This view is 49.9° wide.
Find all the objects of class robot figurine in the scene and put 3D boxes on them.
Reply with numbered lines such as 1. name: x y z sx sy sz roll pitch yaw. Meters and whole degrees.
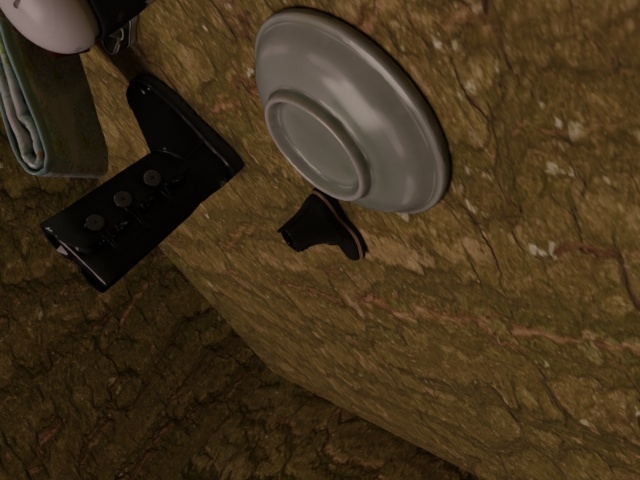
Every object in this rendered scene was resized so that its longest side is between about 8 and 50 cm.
1. robot figurine: -0.315 -0.385 0.952 0.174 0.278 0.209 33 159 32

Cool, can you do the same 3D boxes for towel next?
1. towel: -0.630 -0.330 1.616 0.320 0.090 0.374 -27 -78 -78

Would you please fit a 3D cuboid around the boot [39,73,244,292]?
1. boot: -0.461 -0.146 1.606 0.367 0.445 0.146 41 161 12

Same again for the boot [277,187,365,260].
1. boot: 0.000 0.000 1.442 0.077 0.137 0.197 14 146 56

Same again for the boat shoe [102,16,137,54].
1. boat shoe: -0.440 -0.467 1.470 0.078 0.070 0.219 43 161 3

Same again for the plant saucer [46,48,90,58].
1. plant saucer: -0.645 -0.551 1.596 0.258 0.048 0.259 53 -170 -15

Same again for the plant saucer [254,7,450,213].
1. plant saucer: 0.019 -0.172 1.103 0.400 0.100 0.400 39 161 16
